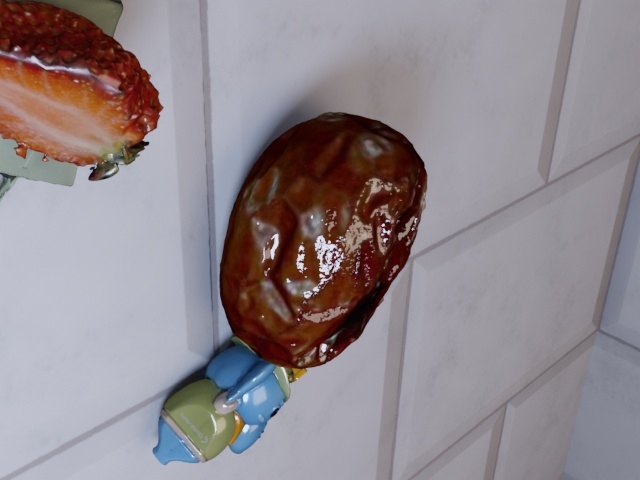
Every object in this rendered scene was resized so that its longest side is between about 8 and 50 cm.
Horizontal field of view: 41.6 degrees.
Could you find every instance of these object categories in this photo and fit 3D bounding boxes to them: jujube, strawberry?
[{"bbox_3d":[-0.001,-0.001,1.244,0.276,0.276,0.376,-6,119,-48],"label":"jujube"},{"bbox_3d":[-0.256,-0.165,0.819,0.236,0.175,0.106,59,28,-56],"label":"strawberry"}]

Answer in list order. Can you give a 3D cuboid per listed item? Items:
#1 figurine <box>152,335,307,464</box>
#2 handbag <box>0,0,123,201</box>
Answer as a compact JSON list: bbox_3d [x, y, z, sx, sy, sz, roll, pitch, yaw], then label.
[{"bbox_3d":[-0.144,0.253,1.344,0.262,0.154,0.180,-41,150,0],"label":"figurine"},{"bbox_3d":[-0.339,-0.140,0.889,0.241,0.109,0.315,4,112,-50],"label":"handbag"}]
